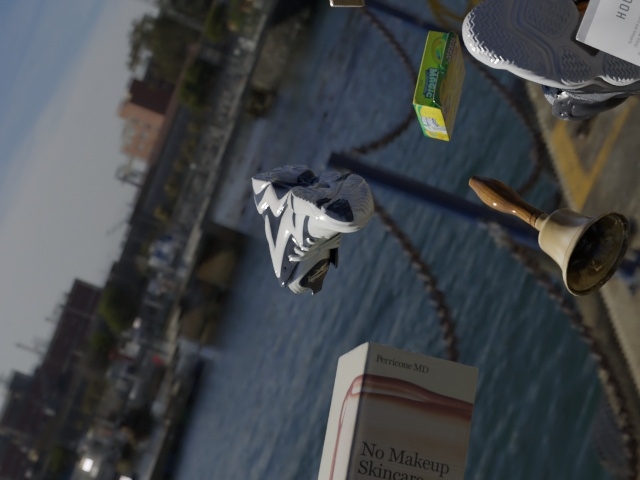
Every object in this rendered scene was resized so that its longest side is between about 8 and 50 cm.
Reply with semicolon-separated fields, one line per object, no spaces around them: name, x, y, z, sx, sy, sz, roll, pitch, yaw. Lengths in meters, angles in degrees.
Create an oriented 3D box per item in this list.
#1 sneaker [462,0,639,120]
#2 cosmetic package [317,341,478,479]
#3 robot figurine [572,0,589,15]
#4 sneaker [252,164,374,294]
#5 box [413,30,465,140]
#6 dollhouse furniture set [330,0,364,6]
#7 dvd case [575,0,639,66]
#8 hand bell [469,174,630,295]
sneaker;0.255;-0.188;1.455;0.153;0.268;0.101;146;125;-65
cosmetic package;0.082;0.285;1.611;0.129;0.153;0.296;137;144;-68
robot figurine;0.420;-0.348;1.744;0.211;0.291;0.085;62;-176;-71
sneaker;0.000;0.000;1.646;0.235;0.094;0.153;14;121;54
box;0.157;-0.205;1.795;0.179;0.043;0.105;55;-133;-76
dollhouse furniture set;0.004;-0.348;1.764;0.151;0.144;0.123;-9;90;44
dvd case;0.370;-0.216;1.216;0.029;0.238;0.179;-44;-24;-55
hand bell;0.296;-0.032;1.895;0.242;0.126;0.126;34;107;41
